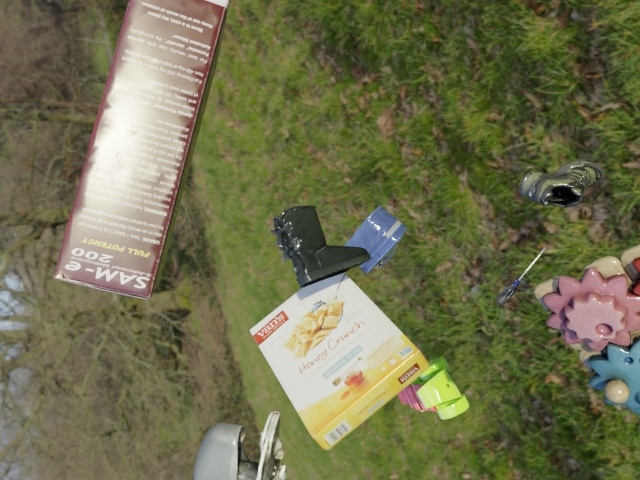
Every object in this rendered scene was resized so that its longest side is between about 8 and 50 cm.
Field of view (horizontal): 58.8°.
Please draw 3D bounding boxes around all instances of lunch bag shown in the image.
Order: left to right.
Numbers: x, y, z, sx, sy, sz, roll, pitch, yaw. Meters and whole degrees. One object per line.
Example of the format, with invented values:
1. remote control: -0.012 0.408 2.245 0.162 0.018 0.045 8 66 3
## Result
1. lunch bag: 0.083 0.004 0.875 0.065 0.067 0.098 42 121 5

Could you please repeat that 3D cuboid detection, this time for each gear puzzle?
1. gear puzzle: 0.357 0.049 0.436 0.339 0.044 0.175 -30 102 36

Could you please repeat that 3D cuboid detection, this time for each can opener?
1. can opener: -0.080 0.292 0.597 0.076 0.095 0.283 -76 -6 -60

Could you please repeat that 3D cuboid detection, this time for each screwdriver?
1. screwdriver: 0.456 0.078 1.286 0.170 0.025 0.024 -54 36 2

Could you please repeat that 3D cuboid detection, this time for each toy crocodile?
1. toy crocodile: 0.217 0.317 1.214 0.115 0.105 0.340 64 167 5

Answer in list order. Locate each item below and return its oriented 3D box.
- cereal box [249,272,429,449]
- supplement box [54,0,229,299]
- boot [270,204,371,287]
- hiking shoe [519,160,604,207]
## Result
1. cereal box: 0.014 0.149 0.800 0.047 0.173 0.240 56 173 -37
2. supplement box: -0.142 -0.079 0.471 0.130 0.073 0.239 174 109 -76
3. boot: 0.000 0.000 0.743 0.099 0.121 0.045 67 151 11
4. hiking shoe: 0.587 -0.119 1.339 0.114 0.227 0.086 -120 22 -44
